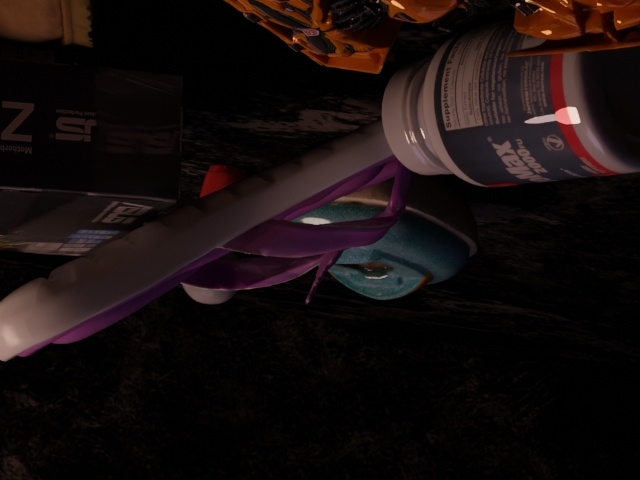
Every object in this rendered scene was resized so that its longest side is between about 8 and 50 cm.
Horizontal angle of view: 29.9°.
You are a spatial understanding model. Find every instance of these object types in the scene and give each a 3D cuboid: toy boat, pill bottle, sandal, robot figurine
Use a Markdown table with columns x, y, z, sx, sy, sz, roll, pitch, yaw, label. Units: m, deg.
| x | y | z | sx | sy | sz | roll | pitch | yaw | label |
| --- | --- | --- | --- | --- | --- | --- | --- | --- | --- |
| 0.000 | 0.000 | 1.225 | 0.318 | 0.148 | 0.267 | 2 | 168 | 30 | toy boat |
| 0.129 | -0.089 | 0.770 | 0.108 | 0.108 | 0.180 | 17 | 167 | -37 | pill bottle |
| -0.043 | 0.005 | 0.895 | 0.416 | 0.102 | 0.169 | -25 | -177 | -15 | sandal |
| 0.067 | -0.144 | 0.590 | 0.291 | 0.085 | 0.211 | 1 | 166 | 36 | robot figurine |

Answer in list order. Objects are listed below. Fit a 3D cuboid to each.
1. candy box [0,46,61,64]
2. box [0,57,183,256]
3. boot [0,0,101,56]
| x | y | z | sx | sy | sz | roll | pitch | yaw | label |
| --- | --- | --- | --- | --- | --- | --- | --- | --- | --- |
| -0.312 | -0.152 | 0.890 | 0.233 | 0.071 | 0.159 | 12 | 170 | -15 | candy box |
| -0.299 | -0.056 | 0.894 | 0.318 | 0.097 | 0.395 | 2 | 173 | -20 | box |
| -0.263 | -0.156 | 0.690 | 0.269 | 0.089 | 0.236 | 2 | 172 | -12 | boot |
